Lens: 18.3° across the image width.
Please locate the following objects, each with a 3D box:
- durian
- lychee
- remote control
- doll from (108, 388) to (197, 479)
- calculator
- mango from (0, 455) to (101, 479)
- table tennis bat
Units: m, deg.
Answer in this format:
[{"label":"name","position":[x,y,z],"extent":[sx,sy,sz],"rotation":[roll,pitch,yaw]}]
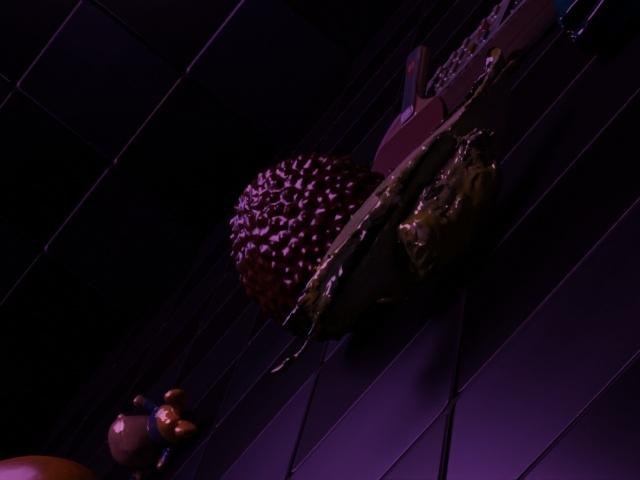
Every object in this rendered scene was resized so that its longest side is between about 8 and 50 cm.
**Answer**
[{"label":"durian","position":[0.089,-0.019,1.723],"extent":[0.375,0.106,0.132],"rotation":[-54,6,-23]},{"label":"lychee","position":[0.000,0.000,1.941],"extent":[0.188,0.188,0.188],"rotation":[-51,7,9]},{"label":"remote control","position":[0.185,-0.207,2.283],"extent":[0.344,0.050,0.145],"rotation":[-47,9,32]},{"label":"doll","position":[-0.210,0.240,2.447],"extent":[0.088,0.102,0.179],"rotation":[-6,-25,-30]},{"label":"calculator","position":[0.313,-0.294,1.877],"extent":[0.248,0.058,0.274],"rotation":[-49,7,12]},{"label":"mango","position":[-0.378,0.376,2.313],"extent":[0.378,0.221,0.264],"rotation":[-34,12,36]},{"label":"table tennis bat","position":[0.098,-0.115,2.227],"extent":[0.154,0.021,0.274],"rotation":[-42,28,43]}]
